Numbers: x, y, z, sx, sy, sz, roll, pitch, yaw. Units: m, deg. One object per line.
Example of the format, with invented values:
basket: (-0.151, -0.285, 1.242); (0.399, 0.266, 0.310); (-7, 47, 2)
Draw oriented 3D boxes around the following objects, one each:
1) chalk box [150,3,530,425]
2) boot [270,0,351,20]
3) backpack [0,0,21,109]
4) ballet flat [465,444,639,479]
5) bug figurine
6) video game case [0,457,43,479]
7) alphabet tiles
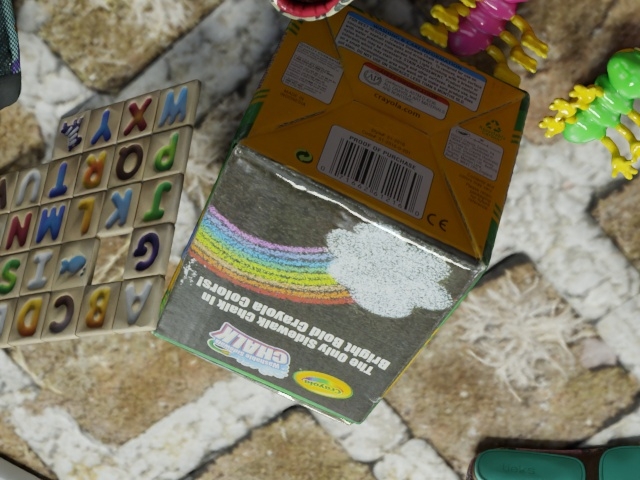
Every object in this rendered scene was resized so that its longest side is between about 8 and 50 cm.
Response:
chalk box: (0.000, 0.000, 0.839); (0.180, 0.179, 0.289); (26, 139, -5)
boot: (0.060, -0.245, 0.692); (0.085, 0.178, 0.236); (38, 145, -12)
backpack: (-0.348, -0.205, 0.817); (0.225, 0.191, 0.253); (8, 111, 22)
ballet flat: (0.240, 0.222, 0.992); (0.222, 0.077, 0.079); (-2, 133, 15)
bug figurine: (0.202, -0.172, 0.797); (0.279, 0.072, 0.216); (32, 124, -18)
video game case: (-0.447, 0.292, 1.148); (0.329, 0.036, 0.300); (30, 116, -5)
alphabet tiles: (-0.196, -0.015, 0.886); (0.237, 0.198, 0.009); (-9, 153, 36)
